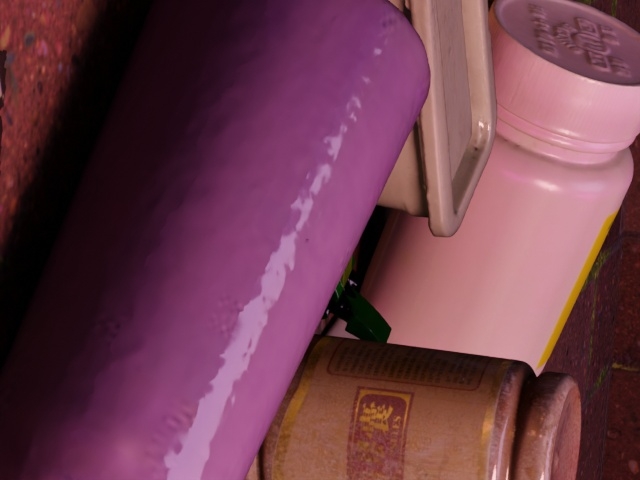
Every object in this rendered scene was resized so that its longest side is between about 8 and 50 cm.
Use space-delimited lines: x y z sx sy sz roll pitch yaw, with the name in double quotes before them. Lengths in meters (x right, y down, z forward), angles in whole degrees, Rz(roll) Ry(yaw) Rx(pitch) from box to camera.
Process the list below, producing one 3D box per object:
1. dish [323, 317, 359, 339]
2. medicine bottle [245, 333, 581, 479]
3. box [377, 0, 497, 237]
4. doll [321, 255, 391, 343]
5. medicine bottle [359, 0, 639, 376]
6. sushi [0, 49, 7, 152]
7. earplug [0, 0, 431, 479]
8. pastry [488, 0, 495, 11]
"dish" 0.033 0.216 2.001 0.182 0.080 0.243 -54 148 -56
"medicine bottle" 0.038 0.156 1.588 0.151 0.322 0.151 6 90 -73
"box" 0.038 -0.169 1.691 0.175 0.182 0.312 -65 156 -45
"doll" -0.009 -0.001 1.687 0.106 0.134 0.186 -60 152 -62
"medicine bottle" 0.189 -0.043 2.002 0.213 0.213 0.378 -51 164 -59
"sushi" -0.261 0.043 1.046 0.292 0.059 0.294 -15 111 -70
"earplug" -0.092 0.026 1.357 0.215 0.215 0.456 72 35 -53
"pastry" 0.109 -0.307 1.936 0.265 0.133 0.264 9 90 -72
